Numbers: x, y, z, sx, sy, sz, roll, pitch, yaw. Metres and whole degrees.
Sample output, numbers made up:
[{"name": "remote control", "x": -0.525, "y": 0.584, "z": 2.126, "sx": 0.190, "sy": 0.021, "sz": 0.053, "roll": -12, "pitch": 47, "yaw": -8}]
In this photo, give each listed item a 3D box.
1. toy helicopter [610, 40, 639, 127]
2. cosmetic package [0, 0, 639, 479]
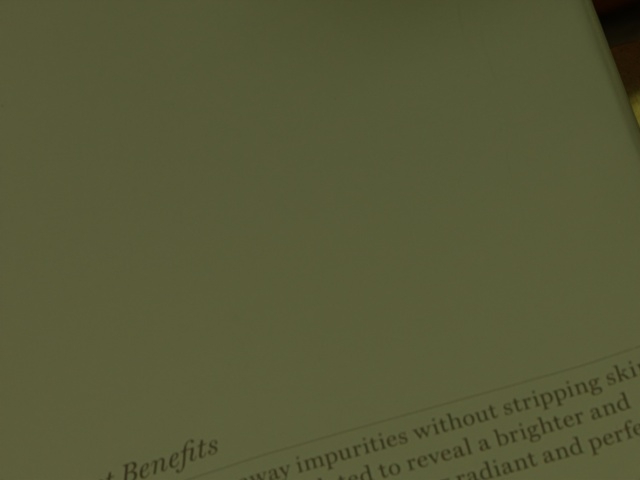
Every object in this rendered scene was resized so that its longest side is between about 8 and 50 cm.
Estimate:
[{"name": "toy helicopter", "x": 0.182, "y": -0.027, "z": 0.871, "sx": 0.355, "sy": 0.140, "sz": 0.235, "roll": -2, "pitch": 118, "yaw": -54}, {"name": "cosmetic package", "x": 0.000, "y": 0.000, "z": 0.594, "sx": 0.217, "sy": 0.385, "sz": 0.156, "roll": -16, "pitch": 147, "yaw": 7}]
